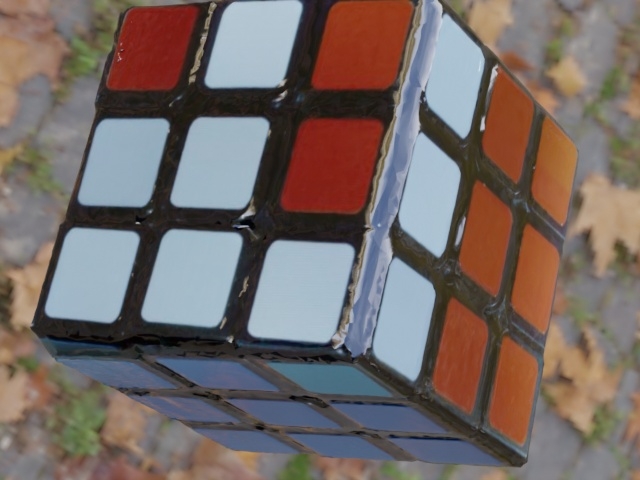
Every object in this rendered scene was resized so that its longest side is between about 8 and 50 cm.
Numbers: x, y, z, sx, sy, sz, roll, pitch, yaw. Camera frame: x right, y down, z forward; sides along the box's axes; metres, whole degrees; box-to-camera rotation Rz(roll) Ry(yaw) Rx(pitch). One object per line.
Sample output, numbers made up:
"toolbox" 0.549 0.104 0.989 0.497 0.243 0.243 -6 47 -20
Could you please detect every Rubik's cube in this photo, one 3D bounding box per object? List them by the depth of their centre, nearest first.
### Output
"Rubik's cube" 0.000 0.000 0.789 0.160 0.162 0.163 36 62 -53
